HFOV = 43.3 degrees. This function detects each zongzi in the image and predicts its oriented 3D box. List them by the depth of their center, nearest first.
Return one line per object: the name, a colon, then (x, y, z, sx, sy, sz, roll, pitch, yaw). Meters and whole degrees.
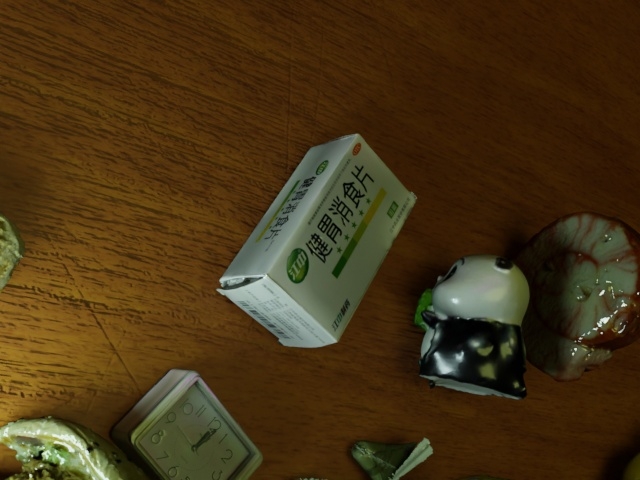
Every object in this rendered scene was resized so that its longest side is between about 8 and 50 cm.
zongzi: (0.117, 0.369, 1.432, 0.113, 0.052, 0.104, -47, 116, -25)

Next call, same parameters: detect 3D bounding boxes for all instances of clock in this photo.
clock: (-0.192, 0.302, 1.189, 0.147, 0.071, 0.192, -45, 111, -33)

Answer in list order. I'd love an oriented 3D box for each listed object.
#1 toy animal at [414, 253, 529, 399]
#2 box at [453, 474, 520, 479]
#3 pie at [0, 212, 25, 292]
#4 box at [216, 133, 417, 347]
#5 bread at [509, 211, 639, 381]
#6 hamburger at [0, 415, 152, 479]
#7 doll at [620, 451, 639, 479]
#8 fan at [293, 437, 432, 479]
toy animal: (0.281, 0.155, 1.510, 0.212, 0.212, 0.266, 18, 69, -35)
box: (0.342, 0.588, 1.518, 0.097, 0.168, 0.265, 3, 84, -40)
pie: (-0.477, 0.001, 0.994, 0.205, 0.084, 0.179, 46, 59, -21)
box: (-0.001, 0.002, 1.335, 0.173, 0.145, 0.333, 45, 60, -23)
bread: (0.517, 0.099, 1.627, 0.114, 0.327, 0.295, 16, 34, -38)
hamburger: (-0.305, 0.353, 1.030, 0.288, 0.192, 0.167, 54, 46, -20)
doll: (0.856, 0.602, 1.937, 0.423, 0.161, 0.348, -32, 118, -32)
fan: (0.041, 0.469, 1.354, 0.415, 0.012, 0.233, -30, 104, -27)
